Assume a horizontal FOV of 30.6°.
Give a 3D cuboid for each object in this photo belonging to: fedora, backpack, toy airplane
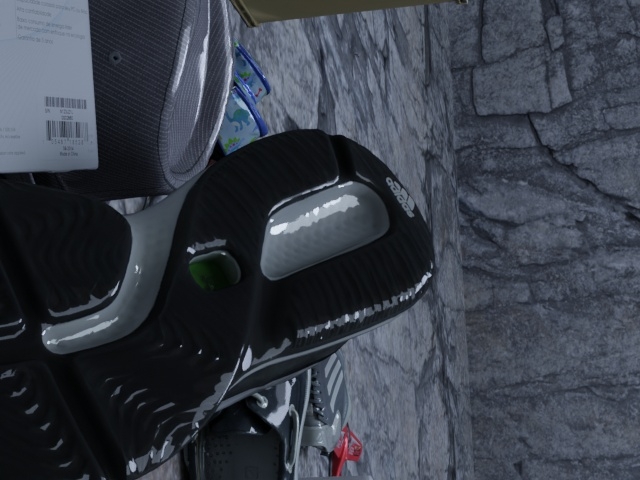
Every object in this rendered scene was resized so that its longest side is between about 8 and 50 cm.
[{"bbox_3d":[-0.133,-0.138,0.826,0.243,0.124,0.275,70,23,-66],"label":"fedora"},{"bbox_3d":[-0.092,-0.129,1.003,0.114,0.084,0.105,57,-9,-18],"label":"backpack"},{"bbox_3d":[0.026,0.292,1.544,0.151,0.028,0.151,-5,90,-74],"label":"toy airplane"}]

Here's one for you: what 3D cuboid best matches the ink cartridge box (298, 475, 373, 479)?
[{"bbox_3d":[0.019,0.422,1.294,0.198,0.115,0.272,66,23,-51],"label":"ink cartridge box"}]

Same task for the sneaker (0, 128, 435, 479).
[{"bbox_3d":[-0.154,0.087,0.640,0.448,0.257,0.169,-15,69,-44],"label":"sneaker"}]

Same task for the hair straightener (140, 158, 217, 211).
[{"bbox_3d":[-0.131,-0.087,1.067,0.089,0.047,0.230,50,33,-19],"label":"hair straightener"}]

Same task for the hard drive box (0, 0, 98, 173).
[{"bbox_3d":[-0.205,-0.148,0.615,0.181,0.089,0.232,-11,100,-70],"label":"hard drive box"}]

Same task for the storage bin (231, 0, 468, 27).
[{"bbox_3d":[0.009,-0.348,1.238,0.260,0.262,0.123,50,40,-66],"label":"storage bin"}]

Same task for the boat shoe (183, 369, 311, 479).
[{"bbox_3d":[-0.066,0.168,1.058,0.091,0.114,0.302,-14,98,-81],"label":"boat shoe"}]

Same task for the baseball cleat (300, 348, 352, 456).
[{"bbox_3d":[-0.006,0.179,1.378,0.205,0.072,0.109,66,30,-42],"label":"baseball cleat"}]
